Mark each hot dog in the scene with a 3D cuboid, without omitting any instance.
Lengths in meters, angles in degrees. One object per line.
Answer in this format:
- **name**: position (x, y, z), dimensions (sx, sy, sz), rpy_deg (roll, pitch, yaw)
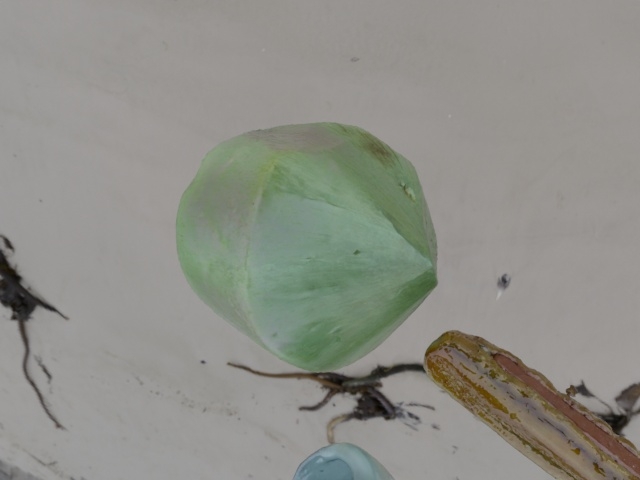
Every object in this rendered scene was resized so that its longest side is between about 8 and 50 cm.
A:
- **hot dog**: position (0.221, 0.184, 0.440), dimensions (0.286, 0.061, 0.087), rpy_deg (42, 137, 15)

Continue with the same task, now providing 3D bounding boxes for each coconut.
- **coconut**: position (0.000, 0.000, 0.573), dimensions (0.329, 0.281, 0.328), rpy_deg (19, 177, 1)

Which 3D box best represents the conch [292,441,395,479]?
- **conch**: position (0.022, 0.313, 0.477), dimensions (0.185, 0.121, 0.220), rpy_deg (34, 101, 37)
